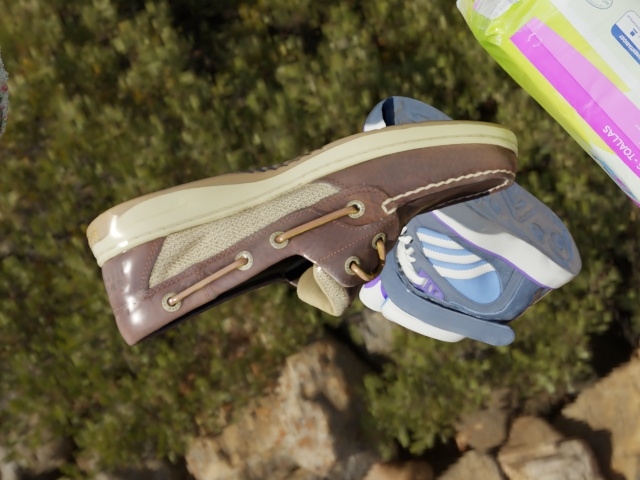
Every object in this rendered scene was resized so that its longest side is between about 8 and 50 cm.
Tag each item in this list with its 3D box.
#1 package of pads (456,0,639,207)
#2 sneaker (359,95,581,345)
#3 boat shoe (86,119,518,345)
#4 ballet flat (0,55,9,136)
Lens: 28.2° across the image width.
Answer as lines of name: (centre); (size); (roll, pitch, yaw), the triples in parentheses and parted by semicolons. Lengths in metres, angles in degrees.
package of pads: (0.209, -0.124, 0.943); (0.101, 0.229, 0.296); (-43, 9, 11)
sneaker: (0.101, 0.004, 1.378); (0.236, 0.322, 0.130); (-33, 38, 33)
boat shoe: (0.000, 0.000, 0.981); (0.342, 0.123, 0.123); (-14, 78, -12)
ballet flat: (-0.334, -0.195, 1.165); (0.091, 0.241, 0.077); (10, 52, 20)
